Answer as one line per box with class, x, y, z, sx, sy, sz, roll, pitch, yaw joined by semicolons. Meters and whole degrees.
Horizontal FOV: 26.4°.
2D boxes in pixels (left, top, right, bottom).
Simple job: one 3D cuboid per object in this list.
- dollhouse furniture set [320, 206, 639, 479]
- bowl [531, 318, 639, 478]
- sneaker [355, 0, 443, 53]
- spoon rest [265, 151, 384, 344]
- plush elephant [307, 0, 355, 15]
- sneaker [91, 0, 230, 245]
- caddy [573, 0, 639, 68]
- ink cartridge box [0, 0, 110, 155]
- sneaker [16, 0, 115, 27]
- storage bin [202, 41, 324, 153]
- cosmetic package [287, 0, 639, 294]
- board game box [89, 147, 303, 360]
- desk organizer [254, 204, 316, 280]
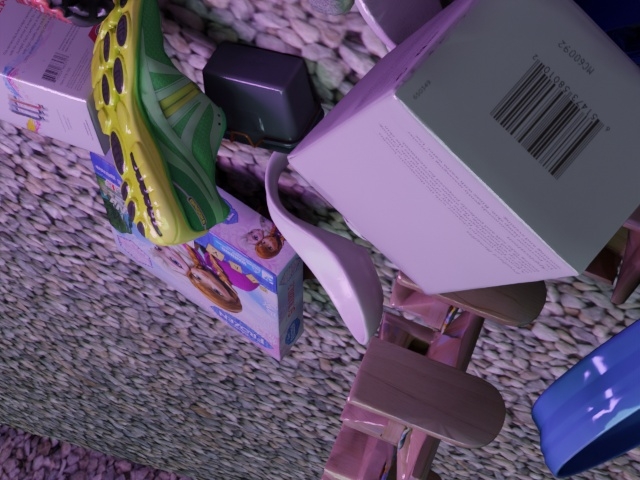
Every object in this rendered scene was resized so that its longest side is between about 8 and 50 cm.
dollhouse furniture set;0.195;0.107;1.476;0.256;0.394;0.362;21;156;5
bowl;0.392;0.118;1.414;0.077;0.391;0.391;61;164;18
sneaker;0.087;-0.201;1.342;0.212;0.080;0.094;38;164;-32
spoon rest;0.000;0.000;1.609;0.084;0.276;0.137;-19;153;-7
plush elephant;0.072;-0.285;0.819;0.329;0.255;0.272;-1;124;26
sneaker;-0.175;-0.141;1.518;0.123;0.296;0.109;-10;176;-35
caddy;0.278;-0.191;1.050;0.241;0.179;0.341;40;152;-31
ink cartridge box;-0.318;-0.207;1.627;0.176;0.128;0.127;20;156;11
sneaker;-0.350;-0.313;1.475;0.276;0.098;0.135;31;155;-12
storage bin;-0.075;-0.164;1.549;0.135;0.098;0.091;15;144;20
cosmetic package;0.120;-0.075;1.127;0.197;0.155;0.365;43;169;-8
board game box;-0.167;0.009;1.928;0.318;0.066;0.318;33;159;15
desk organizer;-0.040;0.003;1.910;0.050;0.047;0.130;-6;143;44
